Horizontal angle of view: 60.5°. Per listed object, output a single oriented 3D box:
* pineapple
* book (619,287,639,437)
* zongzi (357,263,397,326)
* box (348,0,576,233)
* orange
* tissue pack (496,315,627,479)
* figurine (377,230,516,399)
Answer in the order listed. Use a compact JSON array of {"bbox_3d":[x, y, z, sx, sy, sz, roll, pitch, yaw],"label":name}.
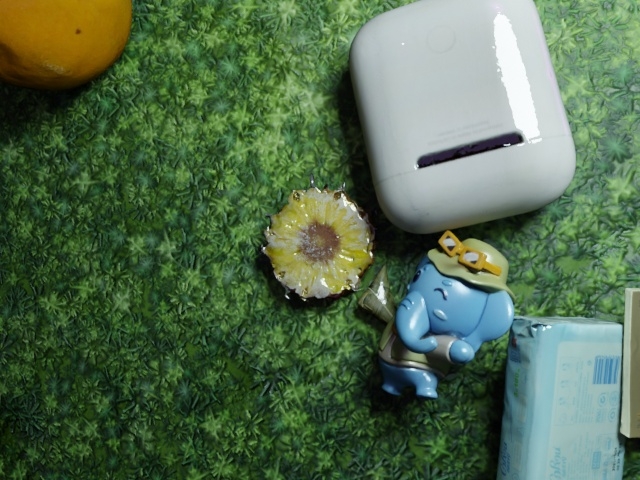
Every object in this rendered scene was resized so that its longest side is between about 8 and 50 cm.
[{"bbox_3d":[0.000,0.000,0.921,0.222,0.047,0.220,0,88,11],"label":"pineapple"},{"bbox_3d":[0.470,0.166,0.758,0.139,0.016,0.198,3,88,-23],"label":"book"},{"bbox_3d":[0.112,0.092,0.892,0.076,0.040,0.083,36,79,7],"label":"zongzi"},{"bbox_3d":[0.202,-0.196,0.821,0.289,0.141,0.348,-13,84,13],"label":"box"},{"bbox_3d":[-0.486,-0.407,0.937,0.313,0.312,0.311,-1,87,15],"label":"orange"},{"bbox_3d":[0.337,0.238,0.762,0.177,0.089,0.263,5,91,-20],"label":"tissue pack"},{"bbox_3d":[0.183,0.120,0.802,0.154,0.180,0.261,24,86,-5],"label":"figurine"}]
